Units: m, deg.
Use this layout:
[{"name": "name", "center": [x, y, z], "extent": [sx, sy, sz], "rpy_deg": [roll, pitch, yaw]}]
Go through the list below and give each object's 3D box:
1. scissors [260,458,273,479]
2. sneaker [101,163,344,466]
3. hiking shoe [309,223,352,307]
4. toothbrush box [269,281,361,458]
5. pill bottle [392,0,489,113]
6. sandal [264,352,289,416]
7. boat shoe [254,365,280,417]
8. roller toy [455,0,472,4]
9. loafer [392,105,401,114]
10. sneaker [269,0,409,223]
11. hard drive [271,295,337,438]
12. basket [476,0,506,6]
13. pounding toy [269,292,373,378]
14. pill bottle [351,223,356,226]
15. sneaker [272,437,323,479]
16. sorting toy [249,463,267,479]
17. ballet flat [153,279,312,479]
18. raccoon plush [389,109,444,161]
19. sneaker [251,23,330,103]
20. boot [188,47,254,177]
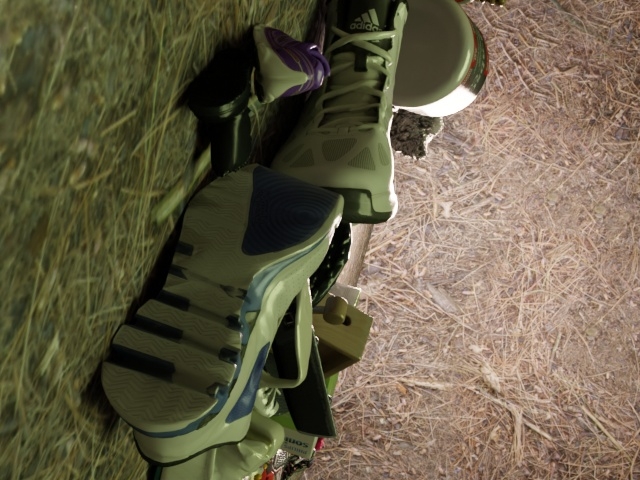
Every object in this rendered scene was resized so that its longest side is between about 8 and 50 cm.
[{"name": "scissors", "center": [-0.104, 0.461, 1.765], "extent": [0.109, 0.021, 0.297], "rpy_deg": [49, 36, -25]}, {"name": "sneaker", "center": [-0.098, 0.083, 0.824], "extent": [0.182, 0.128, 0.315], "rpy_deg": [104, 13, -49]}, {"name": "hiking shoe", "center": [0.000, 0.000, 1.375], "extent": [0.132, 0.113, 0.304], "rpy_deg": [94, 13, -56]}, {"name": "toothbrush box", "center": [-0.023, 0.240, 1.701], "extent": [0.206, 0.122, 0.283], "rpy_deg": [-62, 166, -61]}, {"name": "pill bottle", "center": [0.208, -0.344, 1.664], "extent": [0.363, 0.210, 0.210], "rpy_deg": [-15, 121, -72]}, {"name": "sandal", "center": [-0.053, 0.189, 1.510], "extent": [0.054, 0.097, 0.254], "rpy_deg": [-35, -150, 57]}, {"name": "boat shoe", "center": [-0.096, 0.210, 1.205], "extent": [0.095, 0.084, 0.258], "rpy_deg": [-63, 168, -56]}, {"name": "roller toy", "center": [0.212, -0.515, 1.597], "extent": [0.209, 0.191, 0.146], "rpy_deg": [13, -93, 54]}, {"name": "loafer", "center": [0.105, -0.280, 1.809], "extent": [0.078, 0.080, 0.220], "rpy_deg": [-52, 166, 10]}, {"name": "sneaker", "center": [0.022, -0.186, 1.105], "extent": [0.447, 0.169, 0.257], "rpy_deg": [-78, 173, -71]}, {"name": "hard drive", "center": [-0.037, 0.131, 1.137], "extent": [0.254, 0.054, 0.172], "rpy_deg": [-118, -165, -68]}, {"name": "basket", "center": [0.226, -0.548, 1.410], "extent": [0.213, 0.223, 0.299], "rpy_deg": [46, 58, -74]}, {"name": "pounding toy", "center": [-0.008, 0.118, 1.400], "extent": [0.206, 0.181, 0.094], "rpy_deg": [-39, -154, 51]}, {"name": "pill bottle", "center": [0.057, -0.110, 1.606], "extent": [0.180, 0.108, 0.108], "rpy_deg": [97, 11, -56]}, {"name": "sneaker", "center": [-0.069, 0.468, 1.902], "extent": [0.299, 0.112, 0.120], "rpy_deg": [-55, 160, -67]}, {"name": "sorting toy", "center": [-0.127, 0.390, 1.597], "extent": [0.083, 0.045, 0.075], "rpy_deg": [-53, 139, -72]}, {"name": "ballet flat", "center": [-0.088, 0.165, 0.968], "extent": [0.139, 0.139, 0.400], "rpy_deg": [-42, 148, -77]}, {"name": "raccoon plush", "center": [0.186, -0.399, 2.022], "extent": [0.299, 0.216, 0.446], "rpy_deg": [-58, 139, -17]}, {"name": "sneaker", "center": [-0.029, -0.164, 0.831], "extent": [0.170, 0.071, 0.068], "rpy_deg": [-107, -164, -66]}, {"name": "boot", "center": [-0.084, -0.101, 0.762], "extent": [0.121, 0.045, 0.099], "rpy_deg": [-76, 174, -55]}]
